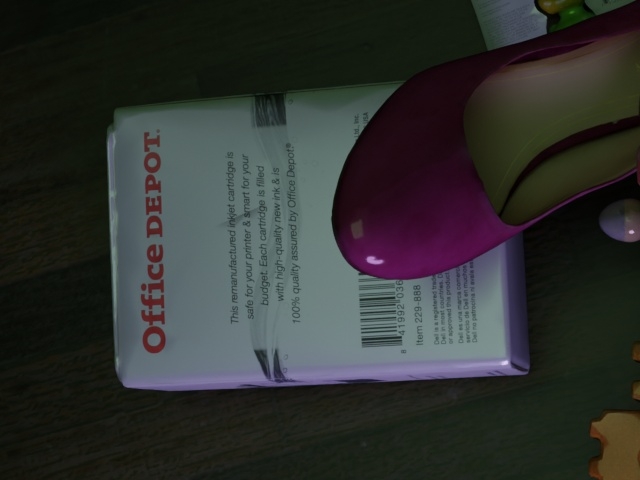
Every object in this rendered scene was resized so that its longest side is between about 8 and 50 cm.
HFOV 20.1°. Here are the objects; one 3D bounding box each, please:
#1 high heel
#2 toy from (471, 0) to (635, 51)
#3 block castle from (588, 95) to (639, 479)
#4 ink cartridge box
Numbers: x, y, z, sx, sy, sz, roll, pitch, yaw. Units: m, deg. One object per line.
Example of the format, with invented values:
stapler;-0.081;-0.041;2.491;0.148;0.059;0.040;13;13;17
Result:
high heel;0.170;-0.084;1.172;0.181;0.377;0.127;-9;111;46
toy;0.157;-0.268;1.357;0.137;0.056;0.237;-19;87;26
block castle;0.252;0.151;1.090;0.213;0.303;0.453;0;82;16
ink cartridge box;0.000;0.000;1.332;0.289;0.121;0.211;-3;83;13
